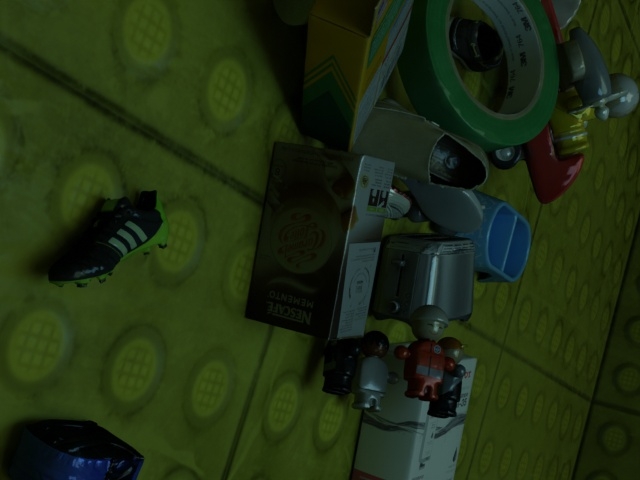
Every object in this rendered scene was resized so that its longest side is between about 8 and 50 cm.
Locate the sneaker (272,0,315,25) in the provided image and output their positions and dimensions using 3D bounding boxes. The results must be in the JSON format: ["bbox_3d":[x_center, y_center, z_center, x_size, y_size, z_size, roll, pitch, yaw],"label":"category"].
[{"bbox_3d":[0.023,-0.419,1.172,0.169,0.108,0.293,-12,111,-47],"label":"sneaker"}]

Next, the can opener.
[{"bbox_3d":[0.212,-0.049,1.662,0.280,0.074,0.093,0,102,-58],"label":"can opener"}]

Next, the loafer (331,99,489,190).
[{"bbox_3d":[0.138,-0.139,1.367,0.268,0.092,0.102,13,100,-16],"label":"loafer"}]

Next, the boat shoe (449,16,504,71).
[{"bbox_3d":[0.294,-0.352,1.694,0.227,0.068,0.081,3,98,-59],"label":"boat shoe"}]

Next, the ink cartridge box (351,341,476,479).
[{"bbox_3d":[0.168,0.336,1.680,0.207,0.117,0.283,5,96,-57],"label":"ink cartridge box"}]

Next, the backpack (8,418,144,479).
[{"bbox_3d":[-0.260,0.243,0.968,0.120,0.098,0.101,30,78,-59],"label":"backpack"}]

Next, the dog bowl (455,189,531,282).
[{"bbox_3d":[0.359,0.000,1.923,0.297,0.074,0.166,27,78,-58],"label":"dog bowl"}]

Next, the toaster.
[{"bbox_3d":[0.190,0.066,1.609,0.227,0.129,0.147,-2,100,-51],"label":"toaster"}]

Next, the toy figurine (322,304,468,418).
[{"bbox_3d":[0.120,0.186,1.467,0.209,0.213,0.148,42,52,-58],"label":"toy figurine"}]

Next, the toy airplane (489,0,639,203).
[{"bbox_3d":[0.483,-0.313,1.816,0.384,0.272,0.386,84,15,-47],"label":"toy airplane"}]

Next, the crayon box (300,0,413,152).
[{"bbox_3d":[0.056,-0.282,1.193,0.323,0.083,0.203,100,15,-66],"label":"crayon box"}]

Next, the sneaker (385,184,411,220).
[{"bbox_3d":[0.062,-0.060,1.424,0.225,0.088,0.093,14,109,-59],"label":"sneaker"}]

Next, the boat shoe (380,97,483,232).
[{"bbox_3d":[0.172,-0.120,1.497,0.267,0.096,0.088,39,50,-20],"label":"boat shoe"}]

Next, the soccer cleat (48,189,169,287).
[{"bbox_3d":[-0.226,-0.004,0.983,0.179,0.060,0.072,-36,121,-57],"label":"soccer cleat"}]

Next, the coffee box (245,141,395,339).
[{"bbox_3d":[0.000,0.000,1.267,0.098,0.141,0.247,4,97,-59],"label":"coffee box"}]

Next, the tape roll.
[{"bbox_3d":[0.261,-0.306,1.523,0.321,0.077,0.321,6,80,-38],"label":"tape roll"}]
